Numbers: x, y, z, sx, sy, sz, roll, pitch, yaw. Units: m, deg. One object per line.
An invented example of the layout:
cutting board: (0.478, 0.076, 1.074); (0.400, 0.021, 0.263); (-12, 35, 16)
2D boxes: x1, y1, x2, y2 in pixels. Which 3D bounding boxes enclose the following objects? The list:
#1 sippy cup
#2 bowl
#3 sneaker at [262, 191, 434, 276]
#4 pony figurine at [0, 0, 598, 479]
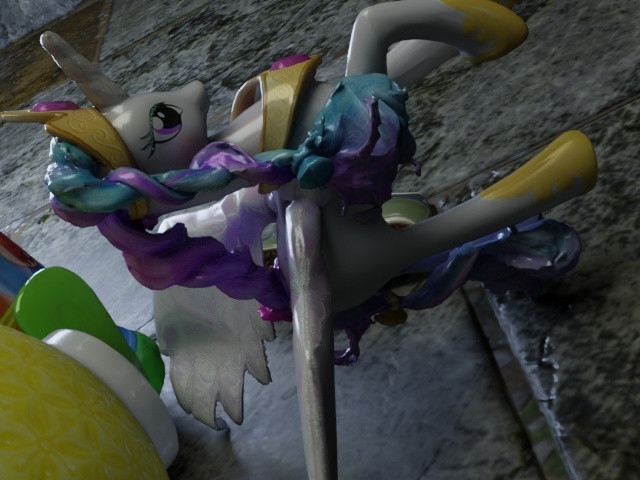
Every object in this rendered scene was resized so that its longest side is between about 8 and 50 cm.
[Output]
sippy cup: (-0.279, 0.094, 0.934); (0.305, 0.224, 0.240); (-36, 18, 12)
bowl: (-0.177, 0.145, 0.725); (0.289, 0.289, 0.156); (-2, 32, 44)
sneaker: (0.012, 0.006, 1.026); (0.192, 0.064, 0.086); (-16, 22, 26)
pony figurine: (0.000, 0.000, 0.793); (0.363, 0.351, 0.303); (-19, 25, -22)
